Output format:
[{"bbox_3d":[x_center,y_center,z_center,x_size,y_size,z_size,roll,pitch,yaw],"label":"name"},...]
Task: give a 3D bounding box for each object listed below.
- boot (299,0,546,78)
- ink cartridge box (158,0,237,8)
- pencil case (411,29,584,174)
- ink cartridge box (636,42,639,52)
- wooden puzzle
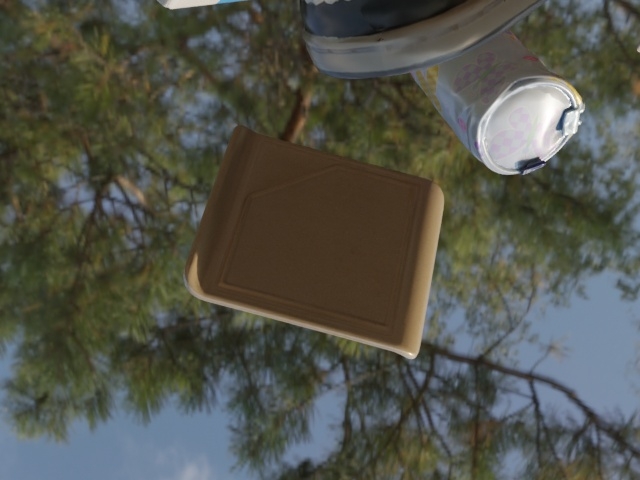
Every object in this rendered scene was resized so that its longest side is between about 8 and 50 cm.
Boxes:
[{"bbox_3d":[0.055,-0.283,0.491,0.138,0.284,0.377,6,-131,40],"label":"boot"},{"bbox_3d":[-0.056,-0.269,0.774,0.082,0.191,0.139,40,-152,11],"label":"ink cartridge box"},{"bbox_3d":[0.170,-0.187,1.153,0.124,0.114,0.273,-23,-139,-6],"label":"pencil case"},{"bbox_3d":[0.423,-0.315,1.104,0.130,0.272,0.309,50,-155,25],"label":"ink cartridge box"},{"bbox_3d":[0.000,0.000,1.079,0.238,0.044,0.221,18,-128,-4],"label":"wooden puzzle"}]
